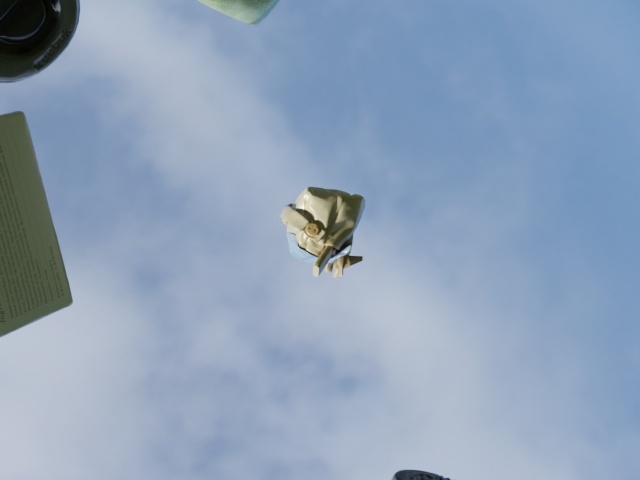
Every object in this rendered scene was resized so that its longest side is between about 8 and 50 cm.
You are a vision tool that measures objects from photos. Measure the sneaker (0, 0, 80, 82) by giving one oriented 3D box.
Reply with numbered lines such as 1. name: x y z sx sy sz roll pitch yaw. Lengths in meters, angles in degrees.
1. sneaker: -0.227 -0.173 0.702 0.101 0.106 0.267 -45 -49 -5

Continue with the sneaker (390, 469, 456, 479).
1. sneaker: 0.129 0.247 1.190 0.209 0.082 0.069 28 -168 -25

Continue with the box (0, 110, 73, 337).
1. box: -0.336 -0.005 1.316 0.119 0.181 0.182 -27 -73 -55

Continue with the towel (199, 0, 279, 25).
1. towel: -0.016 -0.287 0.936 0.248 0.325 0.038 17 -148 -50

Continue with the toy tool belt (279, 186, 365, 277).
1. toy tool belt: 0.000 0.000 0.891 0.052 0.083 0.051 9 -98 0
